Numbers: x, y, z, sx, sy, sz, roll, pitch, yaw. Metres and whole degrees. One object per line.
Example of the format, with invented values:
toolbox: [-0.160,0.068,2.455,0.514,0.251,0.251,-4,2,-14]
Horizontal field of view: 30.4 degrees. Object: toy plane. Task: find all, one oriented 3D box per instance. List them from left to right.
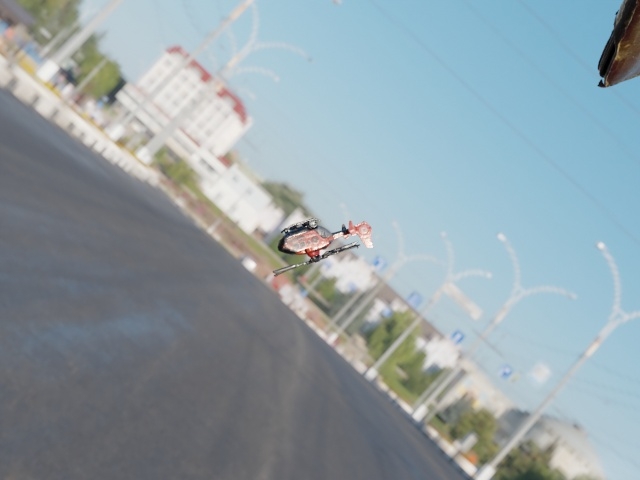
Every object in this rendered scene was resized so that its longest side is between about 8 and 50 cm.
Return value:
toy plane: [0.000,0.000,1.546,0.037,0.145,0.060,150,-76,-74]

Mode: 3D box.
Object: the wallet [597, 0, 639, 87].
wallet: [0.281,-0.201,0.883,0.232,0.122,0.031,95,-28,-65]
